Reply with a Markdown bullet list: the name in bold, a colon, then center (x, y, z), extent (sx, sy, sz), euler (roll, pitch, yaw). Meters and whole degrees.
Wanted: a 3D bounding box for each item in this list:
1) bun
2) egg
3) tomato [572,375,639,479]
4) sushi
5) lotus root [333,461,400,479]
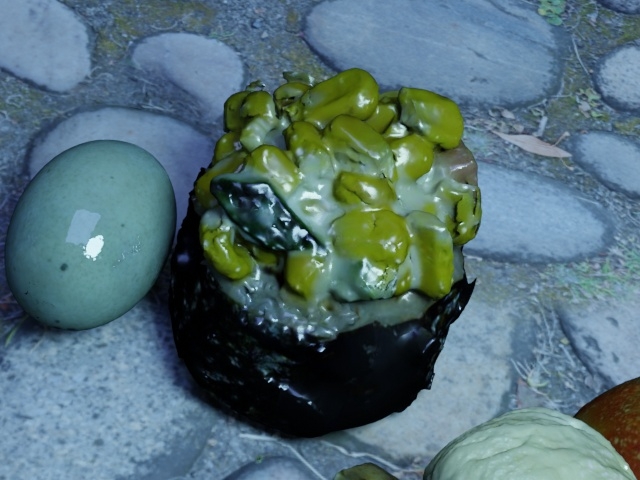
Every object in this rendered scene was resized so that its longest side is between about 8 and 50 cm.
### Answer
- **bun**: center (0.191, 0.226, 1.014), extent (0.153, 0.244, 0.244), euler (-46, 66, 2)
- **egg**: center (-0.242, -0.009, 1.313), extent (0.169, 0.169, 0.236), euler (16, 44, 3)
- **tomato**: center (0.376, 0.239, 1.176), extent (0.304, 0.239, 0.303), euler (7, 47, -8)
- **sushi**: center (0.000, 0.000, 1.276), extent (0.328, 0.285, 0.328), euler (24, 52, 10)
- **lotus root**: center (0.082, 0.377, 1.003), extent (0.250, 0.250, 0.346), euler (-32, 58, -30)
